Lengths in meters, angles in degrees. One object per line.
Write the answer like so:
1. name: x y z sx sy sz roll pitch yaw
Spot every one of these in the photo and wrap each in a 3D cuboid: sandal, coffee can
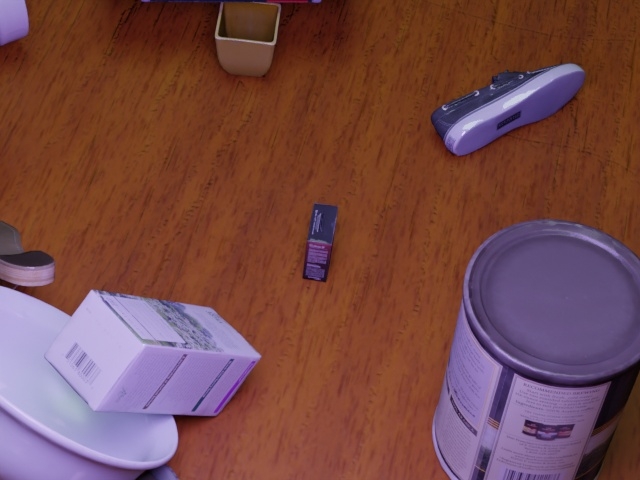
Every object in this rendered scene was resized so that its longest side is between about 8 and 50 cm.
1. sandal: -0.381 0.037 1.818 0.088 0.079 0.240 -5 17 -32
2. coffee can: 0.234 0.140 1.661 0.201 0.275 0.202 3 51 -3

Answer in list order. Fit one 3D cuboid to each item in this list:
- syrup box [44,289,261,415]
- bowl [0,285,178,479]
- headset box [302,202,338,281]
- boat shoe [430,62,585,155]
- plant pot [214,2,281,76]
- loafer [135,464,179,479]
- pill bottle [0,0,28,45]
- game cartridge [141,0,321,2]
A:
1. syrup box: -0.176 0.125 1.671 0.093 0.237 0.096 43 103 26
2. bowl: -0.308 0.185 1.633 0.298 0.298 0.134 42 103 26
3. headset box: 0.000 0.000 1.878 0.032 0.083 0.062 8 52 1
4. boat shoe: 0.247 -0.190 2.064 0.228 0.080 0.076 -30 60 -17
5. plant pot: -0.099 -0.267 2.086 0.081 0.083 0.081 7 51 0
6. loafer: -0.144 0.343 1.593 0.087 0.094 0.251 -25 48 -16
7. pill bottle: -0.538 -0.290 2.019 0.283 0.161 0.161 -22 56 -20
8. game cartridge: -0.127 -0.379 2.131 0.355 0.068 0.230 -1 27 -5
